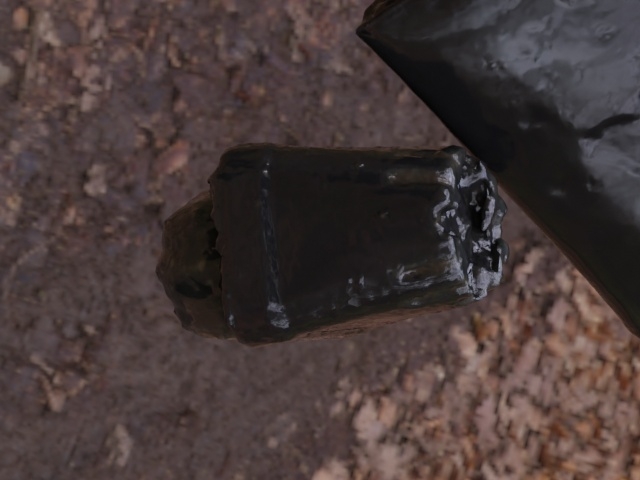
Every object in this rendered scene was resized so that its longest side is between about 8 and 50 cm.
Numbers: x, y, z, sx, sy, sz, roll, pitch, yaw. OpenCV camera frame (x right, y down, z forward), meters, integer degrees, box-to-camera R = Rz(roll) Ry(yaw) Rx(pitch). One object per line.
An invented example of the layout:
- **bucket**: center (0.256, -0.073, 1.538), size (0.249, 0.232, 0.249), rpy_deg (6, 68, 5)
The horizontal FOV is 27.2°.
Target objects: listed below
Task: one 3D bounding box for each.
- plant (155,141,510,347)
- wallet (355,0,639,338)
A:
- **plant**: center (0.000, 0.000, 0.933), size (0.164, 0.256, 0.141), rpy_deg (0, 81, -60)
- **wallet**: center (0.207, -0.082, 0.910), size (0.377, 0.197, 0.051), rpy_deg (42, 28, -30)
